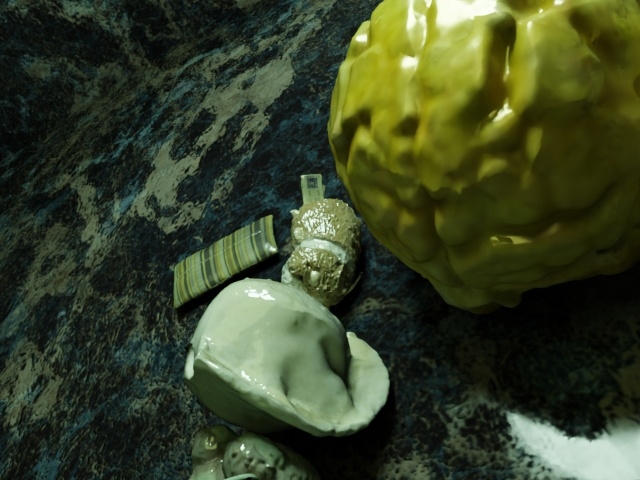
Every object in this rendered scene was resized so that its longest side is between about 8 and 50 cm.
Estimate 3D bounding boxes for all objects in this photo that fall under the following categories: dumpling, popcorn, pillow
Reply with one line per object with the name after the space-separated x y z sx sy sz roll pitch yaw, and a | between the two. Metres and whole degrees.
-0.027 0.125 0.720 0.227 0.175 0.243 19 44 8 | dumpling
0.178 -0.114 0.682 0.354 0.390 0.344 10 68 8 | popcorn
-0.163 0.033 1.066 0.203 0.038 0.113 -29 36 10 | pillow

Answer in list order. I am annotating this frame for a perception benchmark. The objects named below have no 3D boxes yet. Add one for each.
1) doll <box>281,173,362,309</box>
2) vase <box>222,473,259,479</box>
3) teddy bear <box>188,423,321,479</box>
0.003 0.002 0.902 0.115 0.105 0.221 -10 43 9 | doll
-0.013 0.339 0.395 0.165 0.165 0.360 -35 64 3 | vase
-0.104 0.316 0.609 0.267 0.151 0.236 -54 18 -26 | teddy bear
